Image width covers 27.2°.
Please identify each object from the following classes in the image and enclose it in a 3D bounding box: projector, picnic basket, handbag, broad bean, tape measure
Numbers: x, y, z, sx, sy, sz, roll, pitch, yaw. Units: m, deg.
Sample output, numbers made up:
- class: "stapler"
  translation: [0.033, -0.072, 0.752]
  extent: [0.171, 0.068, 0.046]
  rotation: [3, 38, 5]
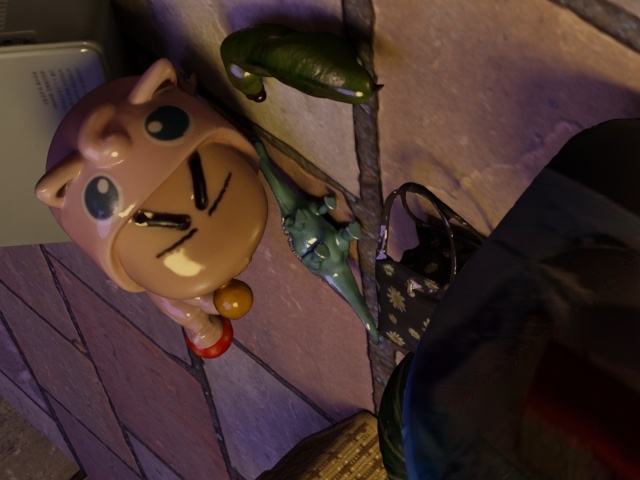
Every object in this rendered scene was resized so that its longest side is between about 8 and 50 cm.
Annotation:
- class: "projector"
  translation: [-0.247, -0.106, 1.138]
  extent: [0.192, 0.099, 0.256]
  rotation: [-3, 144, 5]
- class: "picnic basket"
  translation: [0.023, 0.337, 1.409]
  extent: [0.228, 0.175, 0.313]
  rotation: [46, 159, 0]
- class: "handbag"
  translation: [0.078, 0.019, 0.906]
  extent: [0.115, 0.072, 0.139]
  rotation: [27, 147, 48]
- class: "broad bean"
  translation: [-0.022, -0.119, 0.885]
  extent: [0.061, 0.046, 0.195]
  rotation: [43, 166, -22]
- class: "tape measure"
  translation: [0.176, 0.103, 0.641]
  extent: [0.259, 0.262, 0.138]
  rotation: [35, 164, 33]

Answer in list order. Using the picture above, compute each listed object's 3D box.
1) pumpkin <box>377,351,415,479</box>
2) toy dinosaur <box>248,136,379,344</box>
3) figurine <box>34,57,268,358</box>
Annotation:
- class: "pumpkin"
  translation: [0.118, 0.148, 0.977]
  extent: [0.167, 0.125, 0.167]
  rotation: [16, 132, 18]
- class: "toy dinosaur"
  translation: [0.000, 0.000, 1.056]
  extent: [0.197, 0.045, 0.080]
  rotation: [58, 164, -4]
- class: "figurine"
  translation: [-0.105, -0.022, 1.057]
  extent: [0.186, 0.176, 0.287]
  rotation: [33, 162, 21]
